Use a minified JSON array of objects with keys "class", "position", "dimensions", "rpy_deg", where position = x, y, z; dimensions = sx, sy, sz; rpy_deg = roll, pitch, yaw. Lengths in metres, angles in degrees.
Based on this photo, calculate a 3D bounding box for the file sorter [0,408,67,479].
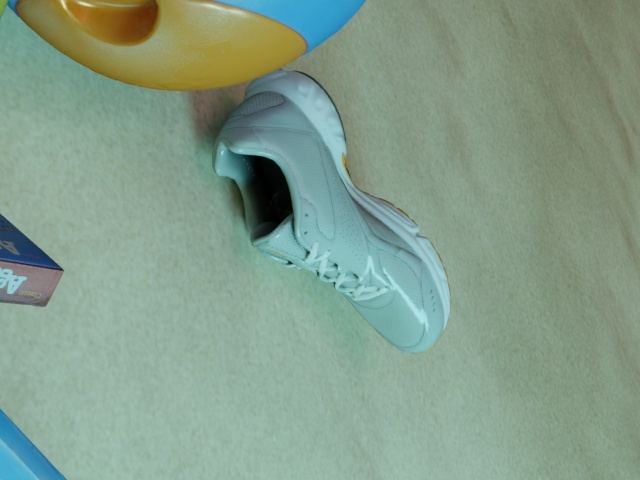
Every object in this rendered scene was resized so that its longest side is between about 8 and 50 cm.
[{"class":"file sorter","position":[-0.195,0.148,0.556],"dimensions":[0.118,0.170,0.104],"rpy_deg":[54,39,-24]}]

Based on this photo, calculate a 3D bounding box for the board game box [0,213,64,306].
[{"class":"board game box","position":[-0.265,-0.028,0.591],"dimensions":[0.145,0.027,0.281],"rpy_deg":[35,13,34]}]

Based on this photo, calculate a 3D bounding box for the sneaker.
[{"class":"sneaker","position":[0.000,0.000,1.019],"dimensions":[0.262,0.099,0.121],"rpy_deg":[53,43,-13]}]

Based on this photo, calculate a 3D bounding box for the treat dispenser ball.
[{"class":"treat dispenser ball","position":[-0.087,-0.240,0.813],"dimensions":[0.288,0.288,0.288],"rpy_deg":[33,48,-45]}]

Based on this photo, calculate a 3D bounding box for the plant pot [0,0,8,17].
[{"class":"plant pot","position":[-0.237,-0.118,0.690],"dimensions":[0.134,0.134,0.095],"rpy_deg":[9,92,-55]}]
